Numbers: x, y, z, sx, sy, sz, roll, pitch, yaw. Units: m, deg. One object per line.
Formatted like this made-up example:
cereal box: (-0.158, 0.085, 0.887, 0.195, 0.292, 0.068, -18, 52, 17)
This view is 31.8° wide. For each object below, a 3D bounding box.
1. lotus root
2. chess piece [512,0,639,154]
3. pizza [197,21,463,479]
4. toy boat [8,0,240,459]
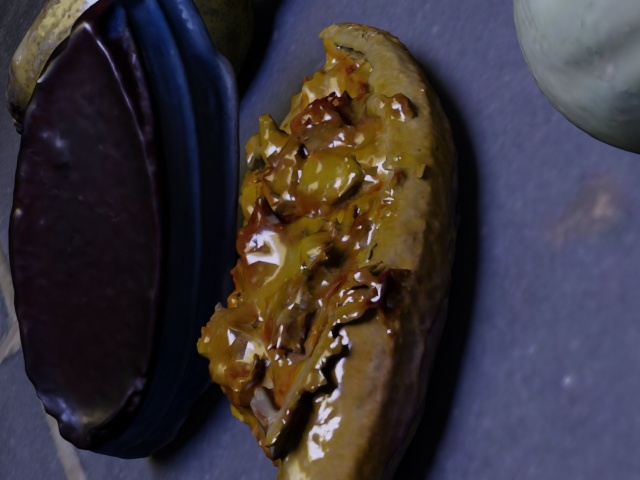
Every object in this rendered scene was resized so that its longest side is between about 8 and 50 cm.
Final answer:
lotus root: (-0.121, -0.154, 0.818, 0.278, 0.154, 0.154, -51, 33, 23)
chess piece: (0.133, -0.184, 0.440, 0.182, 0.182, 0.330, -32, 49, 43)
pizza: (0.000, 0.000, 0.566, 0.161, 0.086, 0.305, -38, 37, 38)
toy boat: (-0.105, -0.013, 0.669, 0.129, 0.142, 0.309, 8, 102, 21)
